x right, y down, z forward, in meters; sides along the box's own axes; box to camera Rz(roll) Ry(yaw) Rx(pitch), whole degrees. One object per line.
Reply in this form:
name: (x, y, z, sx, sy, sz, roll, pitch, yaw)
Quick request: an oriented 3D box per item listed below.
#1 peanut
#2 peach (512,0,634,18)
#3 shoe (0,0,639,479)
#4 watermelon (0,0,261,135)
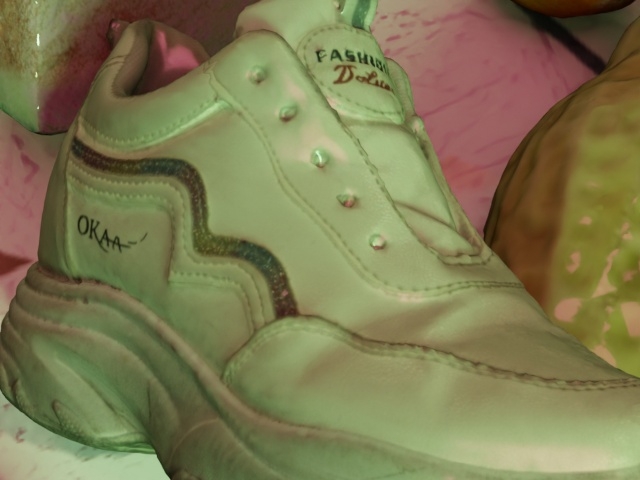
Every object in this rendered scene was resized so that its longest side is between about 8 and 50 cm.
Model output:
peanut: (0.145, 0.025, 0.592, 0.153, 0.140, 0.325, 27, 70, -5)
peach: (0.130, -0.170, 0.671, 0.100, 0.101, 0.101, 1, 72, -2)
shoe: (0.000, 0.000, 0.497, 0.342, 0.132, 0.211, 14, 95, 41)
watermelon: (-0.099, -0.263, 0.652, 0.292, 0.319, 0.222, -29, 39, -36)
